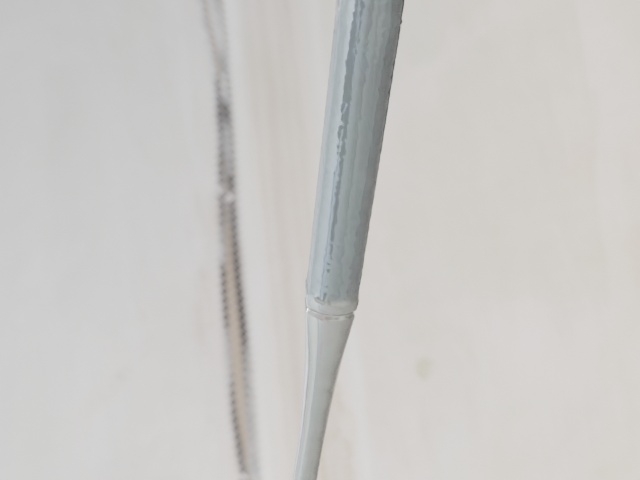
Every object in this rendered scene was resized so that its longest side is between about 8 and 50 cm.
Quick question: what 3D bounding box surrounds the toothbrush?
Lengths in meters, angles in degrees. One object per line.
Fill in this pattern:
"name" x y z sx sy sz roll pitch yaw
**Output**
"toothbrush" 0.002 0.000 0.718 0.030 0.342 0.025 5 -146 -8
